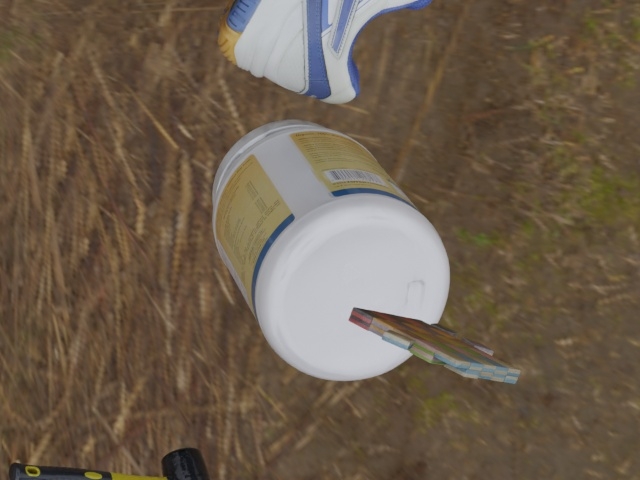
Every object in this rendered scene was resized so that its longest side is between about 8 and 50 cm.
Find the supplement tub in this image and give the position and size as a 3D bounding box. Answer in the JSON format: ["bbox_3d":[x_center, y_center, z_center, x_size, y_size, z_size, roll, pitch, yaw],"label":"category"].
[{"bbox_3d":[0.000,0.000,1.160,0.144,0.199,0.144,-7,117,-15],"label":"supplement tub"}]

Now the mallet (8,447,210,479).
[{"bbox_3d":[-0.167,0.187,1.250,0.190,0.062,0.039,19,134,-35],"label":"mallet"}]

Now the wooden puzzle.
[{"bbox_3d":[0.043,0.039,0.572,0.083,0.049,0.006,14,100,-54],"label":"wooden puzzle"}]

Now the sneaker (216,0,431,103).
[{"bbox_3d":[0.043,-0.241,1.154,0.131,0.112,0.296,28,111,-11],"label":"sneaker"}]
